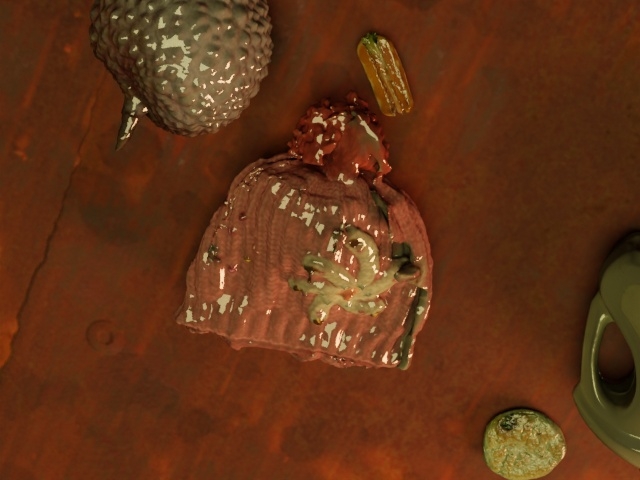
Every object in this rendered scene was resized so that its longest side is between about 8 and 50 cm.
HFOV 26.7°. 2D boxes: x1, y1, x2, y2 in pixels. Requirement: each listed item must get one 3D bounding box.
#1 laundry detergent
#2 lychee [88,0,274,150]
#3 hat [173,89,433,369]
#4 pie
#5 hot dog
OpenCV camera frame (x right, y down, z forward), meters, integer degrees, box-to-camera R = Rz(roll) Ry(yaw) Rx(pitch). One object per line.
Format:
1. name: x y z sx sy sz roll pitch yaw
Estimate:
1. laundry detergent: 0.332 0.125 1.260 0.181 0.091 0.253 8 112 8
2. lychee: -0.125 -0.166 1.166 0.165 0.165 0.197 43 78 -11
3. hat: 0.000 0.000 1.250 0.237 0.107 0.286 11 119 -8
4. pie: 0.205 0.206 1.357 0.085 0.017 0.085 3 112 7
5. hot dog: 0.059 -0.152 1.225 0.037 0.021 0.083 -11 112 23
